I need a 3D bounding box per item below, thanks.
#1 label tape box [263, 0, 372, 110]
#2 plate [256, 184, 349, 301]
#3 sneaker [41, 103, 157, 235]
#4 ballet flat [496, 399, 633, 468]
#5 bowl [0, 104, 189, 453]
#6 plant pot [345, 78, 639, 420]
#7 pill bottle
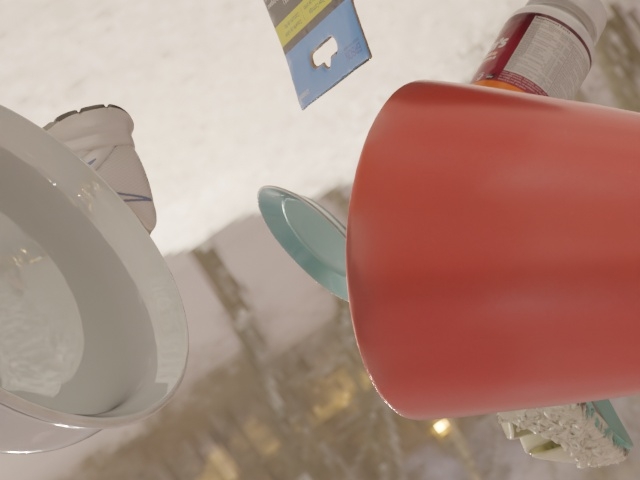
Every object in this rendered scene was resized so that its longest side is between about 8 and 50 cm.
[{"bbox_3d":[0.001,-0.343,1.945,0.105,0.334,0.240,-20,177,-21],"label":"label tape box"},{"bbox_3d":[0.000,0.000,2.025,0.024,0.188,0.188,-44,178,-19],"label":"plate"},{"bbox_3d":[-0.264,-0.022,1.463,0.297,0.129,0.111,-21,167,-31],"label":"sneaker"},{"bbox_3d":[0.307,0.224,2.269,0.147,0.147,0.409,-36,153,6],"label":"ballet flat"},{"bbox_3d":[-0.245,0.043,1.205,0.134,0.298,0.298,-44,171,26],"label":"bowl"},{"bbox_3d":[0.186,0.010,1.337,0.243,0.275,0.275,1,-167,27],"label":"plant pot"},{"bbox_3d":[0.262,-0.211,2.105,0.221,0.121,0.121,-58,-173,-30],"label":"pill bottle"}]
